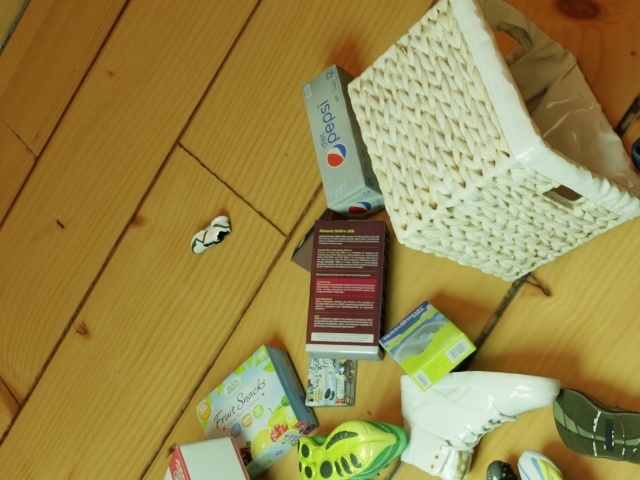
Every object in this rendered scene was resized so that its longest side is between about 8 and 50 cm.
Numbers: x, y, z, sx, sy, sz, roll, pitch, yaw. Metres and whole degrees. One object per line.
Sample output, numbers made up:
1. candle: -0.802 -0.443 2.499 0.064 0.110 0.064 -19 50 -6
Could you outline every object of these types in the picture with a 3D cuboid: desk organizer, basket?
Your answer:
1. desk organizer: 0.000 0.000 1.810 0.130 0.050 0.047 -50 13 36
2. basket: 0.262 -0.147 1.450 0.266 0.328 0.331 -38 53 30

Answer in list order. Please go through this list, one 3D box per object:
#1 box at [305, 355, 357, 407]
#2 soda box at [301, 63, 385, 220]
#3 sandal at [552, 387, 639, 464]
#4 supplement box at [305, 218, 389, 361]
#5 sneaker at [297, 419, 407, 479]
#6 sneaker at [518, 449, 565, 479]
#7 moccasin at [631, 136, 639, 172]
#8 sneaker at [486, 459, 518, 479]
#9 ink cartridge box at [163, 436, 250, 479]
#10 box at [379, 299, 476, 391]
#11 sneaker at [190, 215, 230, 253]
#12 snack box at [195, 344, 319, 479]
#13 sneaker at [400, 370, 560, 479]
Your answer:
1. box: 0.021 0.228 1.721 0.093 0.027 0.137 -10 68 40
2. soda box: 0.049 -0.183 1.803 0.091 0.098 0.286 -30 57 29
3. sandal: 0.407 0.258 1.336 0.219 0.060 0.090 -2 86 60
4. supplement box: 0.049 0.086 1.686 0.130 0.073 0.240 1 73 12
5. sneaker: 0.047 0.360 1.574 0.295 0.123 0.110 142 126 -59
6. sneaker: 0.304 0.410 1.326 0.126 0.091 0.240 -20 55 -8
7. moccasin: 0.587 -0.124 1.288 0.341 0.116 0.138 -17 63 37
8. sneaker: 0.245 0.442 1.405 0.106 0.078 0.235 -16 66 34
9. ink cartridge box: -0.206 0.507 1.687 0.197 0.114 0.273 62 142 36
10. box: 0.164 0.163 1.539 0.109 0.042 0.178 -39 22 -2
11. sneaker: -0.232 -0.005 2.027 0.109 0.040 0.044 -42 53 23
12. snack box: -0.122 0.325 1.782 0.207 0.070 0.175 -42 53 21
13. sneaker: 0.238 0.286 1.461 0.292 0.108 0.169 -13 67 49
